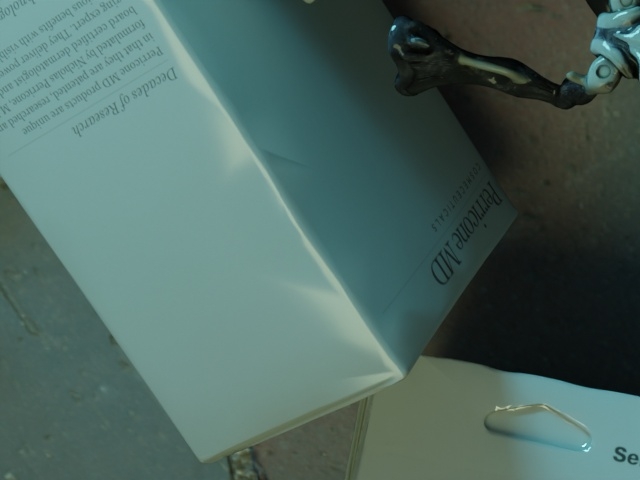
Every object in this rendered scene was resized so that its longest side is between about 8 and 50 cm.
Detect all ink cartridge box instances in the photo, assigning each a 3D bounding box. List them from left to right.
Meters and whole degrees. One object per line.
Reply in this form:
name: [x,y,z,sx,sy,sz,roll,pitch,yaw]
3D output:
ink cartridge box: [0.133,0.157,1.209,0.201,0.117,0.278,10,170,11]

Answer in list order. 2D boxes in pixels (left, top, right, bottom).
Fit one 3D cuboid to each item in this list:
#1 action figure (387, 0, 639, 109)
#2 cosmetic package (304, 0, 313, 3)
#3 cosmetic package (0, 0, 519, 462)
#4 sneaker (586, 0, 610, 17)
action figure: [0.184,-0.098,1.000,0.276,0.141,0.164,18,103,17]
cosmetic package: [-0.042,-0.291,0.984,0.309,0.160,0.113,46,144,-15]
cosmetic package: [-0.075,-0.098,1.086,0.156,0.217,0.385,-28,104,33]
sneaker: [0.246,-0.110,1.112,0.235,0.084,0.097,37,104,-11]
